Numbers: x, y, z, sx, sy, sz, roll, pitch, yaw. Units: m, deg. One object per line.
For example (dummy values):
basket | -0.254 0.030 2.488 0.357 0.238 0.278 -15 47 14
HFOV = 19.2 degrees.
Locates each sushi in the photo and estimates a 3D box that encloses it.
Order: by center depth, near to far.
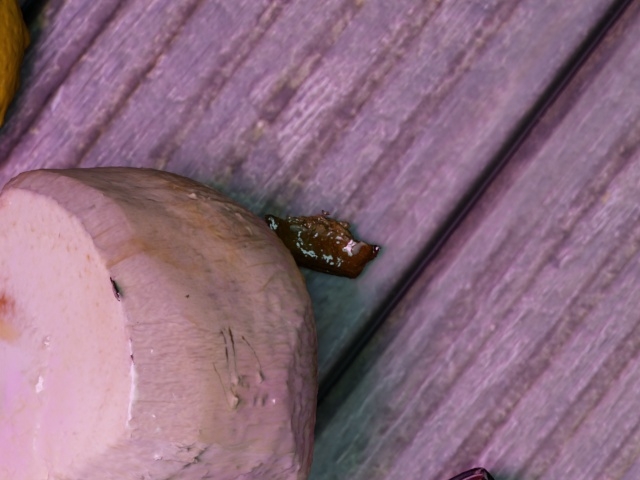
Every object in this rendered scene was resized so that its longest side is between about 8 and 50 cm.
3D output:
sushi | -0.001 0.000 1.903 0.118 0.061 0.060 17 82 -14

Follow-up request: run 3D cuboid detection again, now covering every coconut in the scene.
coconut | -0.178 0.120 1.781 0.405 0.404 0.404 0 89 6

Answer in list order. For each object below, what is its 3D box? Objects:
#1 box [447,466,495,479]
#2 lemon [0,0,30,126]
box | 0.140 0.318 1.841 0.151 0.151 0.135 -36 96 4
lemon | -0.409 -0.188 1.858 0.233 0.233 0.288 11 88 6
